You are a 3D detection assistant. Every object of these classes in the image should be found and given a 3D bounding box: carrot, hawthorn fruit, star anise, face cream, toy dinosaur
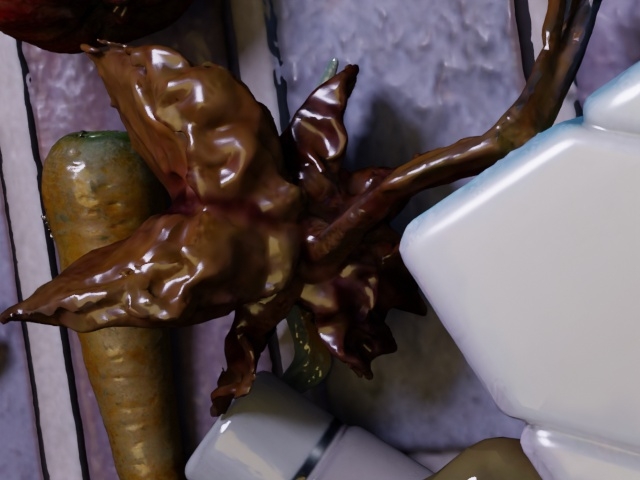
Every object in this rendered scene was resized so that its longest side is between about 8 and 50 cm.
[{"bbox_3d":[-0.119,0.078,0.824,0.078,0.078,0.298,-5,99,22],"label":"carrot"},{"bbox_3d":[-0.153,-0.205,0.753,0.157,0.157,0.194,-32,75,22],"label":"hawthorn fruit"},{"bbox_3d":[-0.002,-0.038,0.693,0.346,0.148,0.237,-28,94,7],"label":"star anise"},{"bbox_3d":[0.065,0.197,0.762,0.314,0.089,0.143,37,108,4],"label":"face cream"},{"bbox_3d":[0.001,-0.001,0.781,0.106,0.044,0.187,34,96,4],"label":"toy dinosaur"}]

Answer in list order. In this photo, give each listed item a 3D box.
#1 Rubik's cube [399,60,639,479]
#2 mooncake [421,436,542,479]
[{"bbox_3d":[0.275,0.027,0.525,0.322,0.316,0.319,-36,84,23],"label":"Rubik's cube"},{"bbox_3d":[0.128,0.310,0.551,0.393,0.394,0.246,38,114,9],"label":"mooncake"}]
